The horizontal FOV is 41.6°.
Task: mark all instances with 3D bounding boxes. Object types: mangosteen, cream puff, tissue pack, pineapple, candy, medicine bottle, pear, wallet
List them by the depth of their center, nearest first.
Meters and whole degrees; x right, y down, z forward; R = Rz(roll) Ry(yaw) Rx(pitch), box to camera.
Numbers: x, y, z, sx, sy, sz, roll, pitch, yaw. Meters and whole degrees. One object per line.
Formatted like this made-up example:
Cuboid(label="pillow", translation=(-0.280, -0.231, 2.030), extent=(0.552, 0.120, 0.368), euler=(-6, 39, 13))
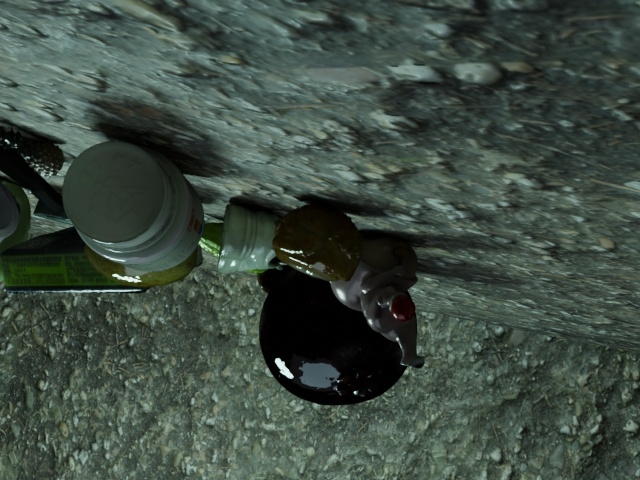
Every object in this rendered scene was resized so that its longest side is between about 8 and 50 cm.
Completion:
Cuboid(label="medicine bottle", translation=(-0.267, -0.047, 1.228), extent=(0.170, 0.170, 0.293), euler=(12, 173, 0))
Cuboid(label="pineapple", translation=(-0.451, -0.137, 1.292), extent=(0.058, 0.058, 0.124), euler=(8, 172, 30))
Cuboid(label="cream puff", translation=(0.000, 0.000, 1.363), extent=(0.165, 0.115, 0.150), euler=(19, 172, 40))
Cuboid(label="wallet", translation=(-0.511, -0.116, 1.445), extent=(0.149, 0.044, 0.250), euler=(41, 170, 0))
Cuboid(label="pear", translation=(-0.340, -0.006, 1.601), extent=(0.211, 0.188, 0.228), euler=(1, 175, -9))
Cuboid(label="candy", translation=(-0.196, 0.009, 1.888), extent=(0.209, 0.097, 0.096), euler=(22, 168, -40))
Cuboid(label="mangosteen", translation=(0.026, 0.176, 1.975), extent=(0.382, 0.382, 0.435), euler=(17, -150, -34))
Cuboid(label="tissue pack", translation=(-0.521, 0.038, 2.030), extent=(0.394, 0.124, 0.288), euler=(-2, -167, 22))

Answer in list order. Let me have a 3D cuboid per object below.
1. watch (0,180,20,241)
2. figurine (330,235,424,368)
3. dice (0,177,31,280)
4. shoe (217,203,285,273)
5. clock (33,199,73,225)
Cuboid(label="watch", translation=(-0.622, -0.069, 1.384), extent=(0.217, 0.211, 0.248), euler=(53, -164, 8))
Cuboid(label="figurine", translation=(0.126, 0.088, 1.551), extent=(0.176, 0.186, 0.287), euler=(28, -159, -30))
Cuboid(label="dice", translation=(-0.865, -0.040, 2.015), extent=(0.254, 0.250, 0.252), euler=(9, 173, 21))
Cuboid(label="shoe", translation=(-0.116, 0.005, 1.626), extent=(0.159, 0.124, 0.316), euler=(6, 174, -5))
Cuboid(label="clock", translation=(-0.671, -0.066, 2.323), extent=(0.226, 0.049, 0.226), euler=(11, 174, 1))
